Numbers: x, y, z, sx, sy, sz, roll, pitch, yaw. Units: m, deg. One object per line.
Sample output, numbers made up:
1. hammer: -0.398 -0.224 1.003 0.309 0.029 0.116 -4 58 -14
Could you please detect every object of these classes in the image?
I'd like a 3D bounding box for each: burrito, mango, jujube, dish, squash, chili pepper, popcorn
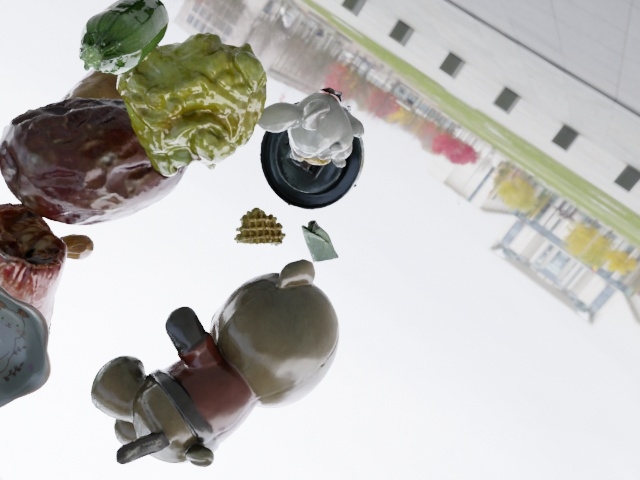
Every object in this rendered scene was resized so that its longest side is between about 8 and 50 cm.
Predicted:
1. burrito: -0.003 0.001 1.504 0.044 0.074 0.118 -69 -38 -62
2. mango: -0.692 0.019 1.646 0.063 0.077 0.127 19 -168 37
3. jujube: -0.465 -0.176 1.247 0.276 0.276 0.377 39 -137 17
4. dish: -0.540 0.159 0.961 0.229 0.229 0.081 31 -169 -11
5. squash: -0.230 -0.253 0.707 0.219 0.077 0.068 -84 -21 -56
6. chili pepper: -0.654 0.073 1.270 0.229 0.305 0.251 21 -145 -29
7. popcorn: -0.213 -0.246 1.046 0.242 0.250 0.234 93 164 -72

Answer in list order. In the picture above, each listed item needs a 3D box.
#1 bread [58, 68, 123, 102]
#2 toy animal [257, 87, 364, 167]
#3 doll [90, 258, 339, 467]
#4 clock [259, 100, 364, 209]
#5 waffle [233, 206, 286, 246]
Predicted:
1. bread: -0.583 -0.403 1.618 0.195 0.344 0.148 8 142 30
2. toy animal: -0.015 -0.258 1.348 0.209 0.154 0.325 5 174 28
3. doll: -0.117 0.168 0.765 0.174 0.330 0.235 37 151 41
4. clock: -0.023 -0.242 1.681 0.313 0.312 0.061 38 -161 12
5. waffle: -0.191 -0.023 1.906 0.192 0.046 0.160 41 -127 -36
